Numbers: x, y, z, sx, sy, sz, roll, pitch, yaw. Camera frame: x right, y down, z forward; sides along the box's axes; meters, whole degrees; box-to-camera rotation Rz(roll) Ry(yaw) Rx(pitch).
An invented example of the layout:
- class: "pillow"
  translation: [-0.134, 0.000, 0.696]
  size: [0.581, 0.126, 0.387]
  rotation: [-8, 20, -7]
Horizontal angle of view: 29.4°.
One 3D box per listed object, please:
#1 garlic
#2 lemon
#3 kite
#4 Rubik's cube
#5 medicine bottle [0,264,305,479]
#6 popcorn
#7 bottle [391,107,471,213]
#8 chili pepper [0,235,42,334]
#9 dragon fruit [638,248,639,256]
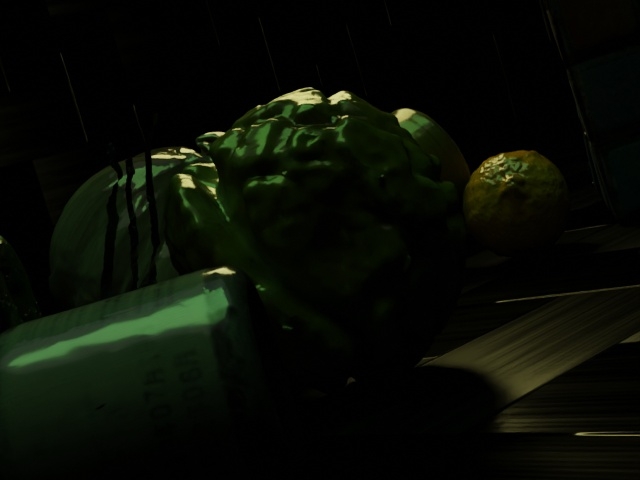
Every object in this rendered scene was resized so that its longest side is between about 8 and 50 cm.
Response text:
- class: "garlic"
  translation: [-0.127, 0.028, 1.325]
  size: [0.322, 0.322, 0.241]
  rotation: [-21, -18, -45]
- class: "lemon"
  translation: [0.257, -0.047, 1.594]
  size: [0.142, 0.142, 0.187]
  rotation: [-15, -9, 11]
- class: "kite"
  translation: [-0.161, 0.043, 1.057]
  size: [0.015, 0.309, 0.169]
  rotation: [8, 17, 11]
- class: "Rubik's cube"
  translation: [0.529, -0.245, 1.730]
  size: [0.363, 0.362, 0.359]
  rotation: [-14, 3, 14]
- class: "medicine bottle"
  translation: [-0.159, 0.128, 0.819]
  size: [0.273, 0.165, 0.165]
  rotation: [-18, 5, 3]
- class: "popcorn"
  translation: [0.004, 0.004, 1.102]
  size: [0.282, 0.282, 0.247]
  rotation: [-17, -14, -8]
- class: "bottle"
  translation: [0.022, -0.021, 1.625]
  size: [0.351, 0.171, 0.171]
  rotation: [-34, 11, -21]
- class: "chili pepper"
  translation: [-0.515, 0.112, 1.723]
  size: [0.249, 0.256, 0.233]
  rotation: [-8, 8, 16]
- class: "dragon fruit"
  translation: [0.381, -0.027, 1.169]
  size: [0.142, 0.130, 0.121]
  rotation: [-19, 38, -42]
